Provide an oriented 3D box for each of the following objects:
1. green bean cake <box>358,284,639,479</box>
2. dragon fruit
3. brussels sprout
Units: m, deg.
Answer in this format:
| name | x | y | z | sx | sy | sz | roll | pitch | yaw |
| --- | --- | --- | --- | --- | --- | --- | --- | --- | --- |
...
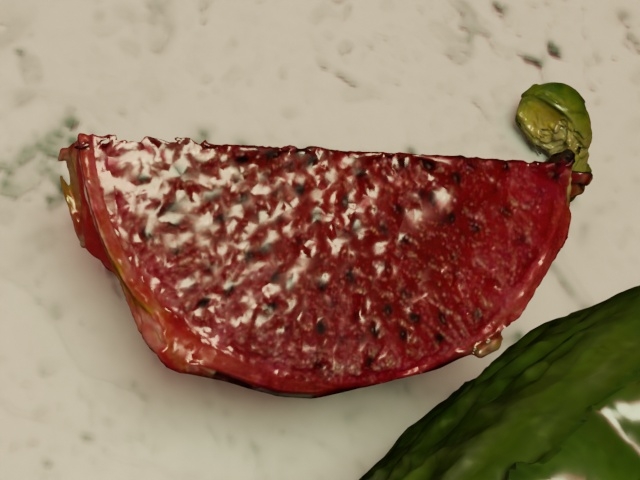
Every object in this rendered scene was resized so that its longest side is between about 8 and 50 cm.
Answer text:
| name | x | y | z | sx | sy | sz | roll | pitch | yaw |
| --- | --- | --- | --- | --- | --- | --- | --- | --- | --- |
| green bean cake | 0.088 | 0.145 | 0.429 | 0.247 | 0.250 | 0.156 | -39 | 81 | -22 |
| dragon fruit | -0.002 | 0.010 | 0.545 | 0.274 | 0.161 | 0.126 | 1 | 94 | -16 |
| brussels sprout | 0.149 | -0.059 | 0.643 | 0.051 | 0.046 | 0.083 | 6 | 77 | -14 |
